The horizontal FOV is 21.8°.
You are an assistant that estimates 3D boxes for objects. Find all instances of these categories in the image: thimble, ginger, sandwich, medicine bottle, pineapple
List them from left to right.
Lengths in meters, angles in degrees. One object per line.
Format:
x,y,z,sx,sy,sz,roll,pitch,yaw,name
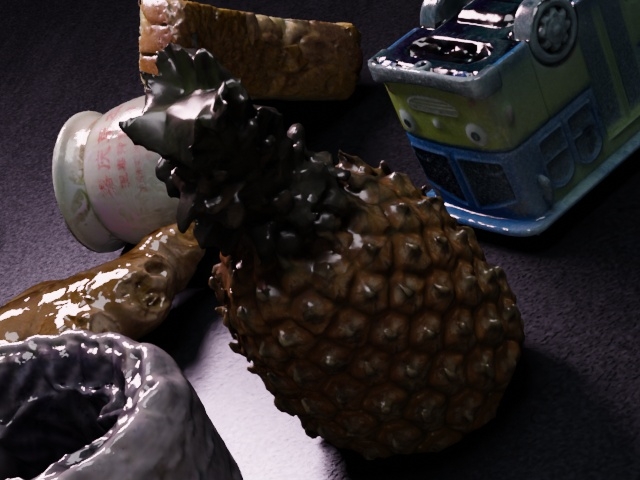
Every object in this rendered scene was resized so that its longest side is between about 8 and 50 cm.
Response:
-0.244,0.081,1.493,0.333,0.080,0.166,-28,14,4,ginger
-0.182,0.176,1.203,0.245,0.157,0.217,9,42,44,thimble
-0.166,-0.066,1.600,0.143,0.147,0.147,-8,33,28,medicine bottle
-0.131,-0.195,1.712,0.254,0.099,0.288,12,9,38,sandwich
0.000,0.000,1.177,0.202,0.362,0.202,-21,41,19,pineapple

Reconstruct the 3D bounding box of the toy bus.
0.210,-0.162,1.450,0.312,0.190,0.152,-39,33,-26,toy bus
